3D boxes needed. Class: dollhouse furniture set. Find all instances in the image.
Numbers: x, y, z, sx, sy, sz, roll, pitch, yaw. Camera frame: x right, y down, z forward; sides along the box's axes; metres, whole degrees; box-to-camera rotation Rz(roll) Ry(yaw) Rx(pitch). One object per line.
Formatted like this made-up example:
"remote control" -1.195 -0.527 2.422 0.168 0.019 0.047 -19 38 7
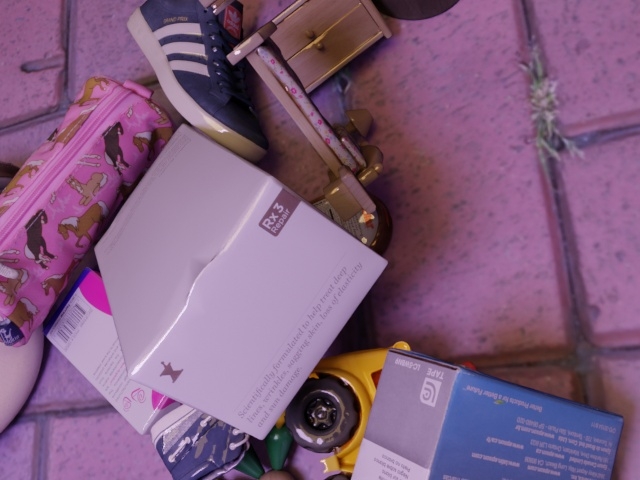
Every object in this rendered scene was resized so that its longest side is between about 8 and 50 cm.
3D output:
"dollhouse furniture set" -0.006 -0.229 0.782 0.174 0.355 0.303 -36 108 8

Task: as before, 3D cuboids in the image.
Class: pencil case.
"pencil case" -0.350 -0.049 0.933 0.167 0.160 0.386 2 50 40

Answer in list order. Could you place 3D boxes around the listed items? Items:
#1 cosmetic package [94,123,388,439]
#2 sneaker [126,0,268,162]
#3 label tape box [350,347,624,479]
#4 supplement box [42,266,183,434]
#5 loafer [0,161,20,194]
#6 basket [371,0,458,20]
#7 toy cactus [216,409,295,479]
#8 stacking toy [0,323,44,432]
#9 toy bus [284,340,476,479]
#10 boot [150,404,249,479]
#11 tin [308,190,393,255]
"cosmetic package" -0.116 0.016 0.777 0.217 0.156 0.385 -54 28 2
"sneaker" -0.148 -0.260 0.981 0.148 0.131 0.350 -43 61 12
"label tape box" 0.132 0.291 0.638 0.106 0.241 0.333 4 74 58
"supplement box" -0.241 0.146 0.929 0.220 0.114 0.111 35 91 29
"loafer" -0.633 -0.087 1.157 0.366 0.134 0.130 -9 73 22
"basket" 0.078 -0.409 0.870 0.154 0.227 0.204 -43 64 9
"toy cactus" -0.081 0.269 0.840 0.180 0.112 0.219 40 86 18
"stacking toy" -0.674 0.120 1.078 0.480 0.351 0.350 17 83 46
"toy bus" 0.085 0.217 0.759 0.212 0.149 0.220 -16 72 3
"boot" -0.092 0.199 0.783 0.190 0.069 0.086 -37 58 -2
"tin" 0.000 0.000 0.903 0.190 0.040 0.106 -23 72 17
